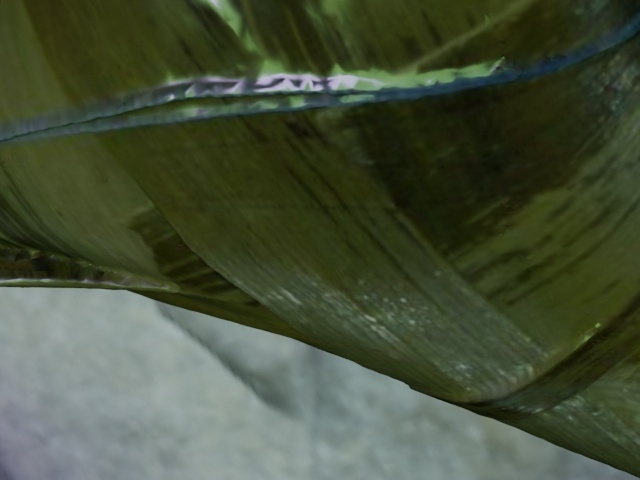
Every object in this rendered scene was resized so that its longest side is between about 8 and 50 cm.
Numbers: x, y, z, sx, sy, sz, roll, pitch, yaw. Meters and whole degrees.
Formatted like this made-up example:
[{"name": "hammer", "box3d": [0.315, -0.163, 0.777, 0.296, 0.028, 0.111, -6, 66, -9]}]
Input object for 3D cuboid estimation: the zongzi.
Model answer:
[{"name": "zongzi", "box3d": [0.000, 0.000, 0.475, 0.251, 0.125, 0.274, -11, 121, 32]}]
